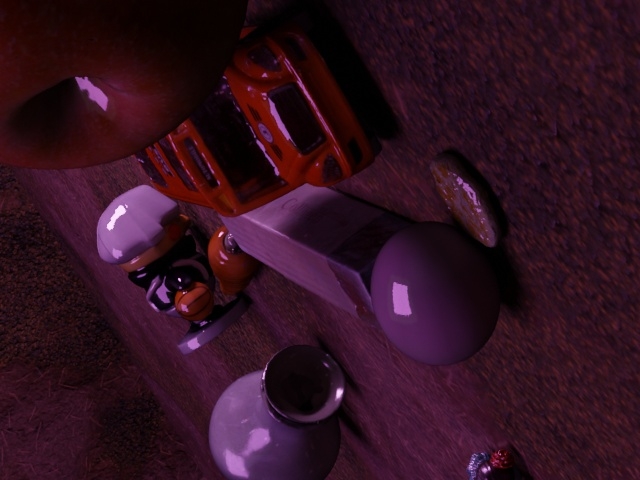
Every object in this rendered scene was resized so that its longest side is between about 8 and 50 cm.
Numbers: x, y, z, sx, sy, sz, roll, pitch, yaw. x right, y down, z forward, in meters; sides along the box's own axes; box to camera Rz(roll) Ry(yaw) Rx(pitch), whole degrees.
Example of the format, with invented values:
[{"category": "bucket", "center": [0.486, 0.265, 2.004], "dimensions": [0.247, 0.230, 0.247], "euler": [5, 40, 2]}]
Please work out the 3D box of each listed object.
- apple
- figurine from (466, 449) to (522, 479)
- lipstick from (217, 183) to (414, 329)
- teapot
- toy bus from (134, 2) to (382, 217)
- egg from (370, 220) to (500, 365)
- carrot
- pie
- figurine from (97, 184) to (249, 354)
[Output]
[{"category": "apple", "center": [-0.199, -0.208, 1.182], "dimensions": [0.319, 0.319, 0.277], "euler": [87, 161, -65]}, {"category": "figurine", "center": [0.175, 0.236, 1.604], "dimensions": [0.106, 0.047, 0.060], "euler": [172, 99, -82]}, {"category": "lipstick", "center": [0.000, 0.000, 1.540], "dimensions": [0.080, 0.076, 0.371], "euler": [59, 166, -24]}, {"category": "teapot", "center": [-0.046, 0.228, 2.080], "dimensions": [0.183, 0.183, 0.251], "euler": [51, 154, 14]}, {"category": "toy bus", "center": [-0.076, -0.105, 1.388], "dimensions": [0.143, 0.153, 0.329], "euler": [60, 165, -15]}, {"category": "egg", "center": [0.092, 0.042, 1.278], "dimensions": [0.103, 0.103, 0.135], "euler": [42, 162, 41]}, {"category": "carrot", "center": [-0.109, 0.035, 2.027], "dimensions": [0.069, 0.069, 0.336], "euler": [52, 169, 9]}, {"category": "pie", "center": [0.111, -0.032, 1.221], "dimensions": [0.085, 0.017, 0.085], "euler": [51, 167, 17]}, {"category": "figurine", "center": [-0.215, 0.035, 2.222], "dimensions": [0.236, 0.133, 0.176], "euler": [54, 170, -5]}]
